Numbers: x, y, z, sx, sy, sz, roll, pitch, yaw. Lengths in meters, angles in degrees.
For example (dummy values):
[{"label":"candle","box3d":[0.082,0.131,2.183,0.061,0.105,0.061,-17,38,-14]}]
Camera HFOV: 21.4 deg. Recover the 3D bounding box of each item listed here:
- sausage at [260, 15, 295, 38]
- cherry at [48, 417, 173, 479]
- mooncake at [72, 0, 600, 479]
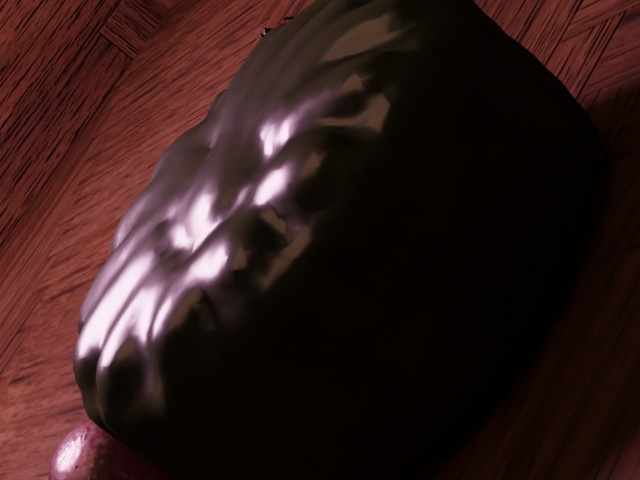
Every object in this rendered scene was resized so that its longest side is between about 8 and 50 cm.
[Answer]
[{"label":"sausage","box3d":[0.002,-0.186,1.695,0.083,0.083,0.264,-52,16,-2]},{"label":"cherry","box3d":[-0.162,0.162,1.355,0.107,0.090,0.225,-48,16,21]},{"label":"mooncake","box3d":[0.000,0.000,1.075,0.356,0.194,0.356,-47,15,17]}]
